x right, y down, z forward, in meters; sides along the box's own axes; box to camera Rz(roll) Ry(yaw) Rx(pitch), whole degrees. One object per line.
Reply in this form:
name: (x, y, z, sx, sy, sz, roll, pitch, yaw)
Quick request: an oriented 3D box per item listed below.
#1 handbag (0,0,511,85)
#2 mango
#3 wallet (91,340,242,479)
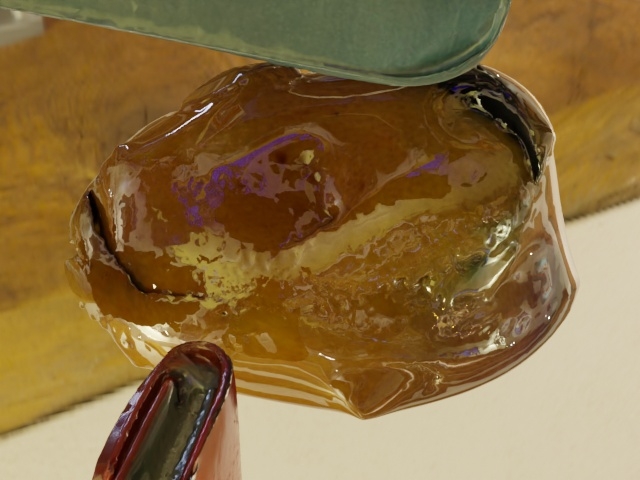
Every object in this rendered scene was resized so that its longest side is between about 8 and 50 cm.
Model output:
handbag: (-0.034, -0.158, 0.555, 0.229, 0.179, 0.062, 12, -155, 3)
mango: (0.000, 0.000, 0.885, 0.287, 0.152, 0.201, 2, -111, 13)
wallet: (-0.068, 0.165, 0.701, 0.045, 0.204, 0.142, 8, -141, 11)
